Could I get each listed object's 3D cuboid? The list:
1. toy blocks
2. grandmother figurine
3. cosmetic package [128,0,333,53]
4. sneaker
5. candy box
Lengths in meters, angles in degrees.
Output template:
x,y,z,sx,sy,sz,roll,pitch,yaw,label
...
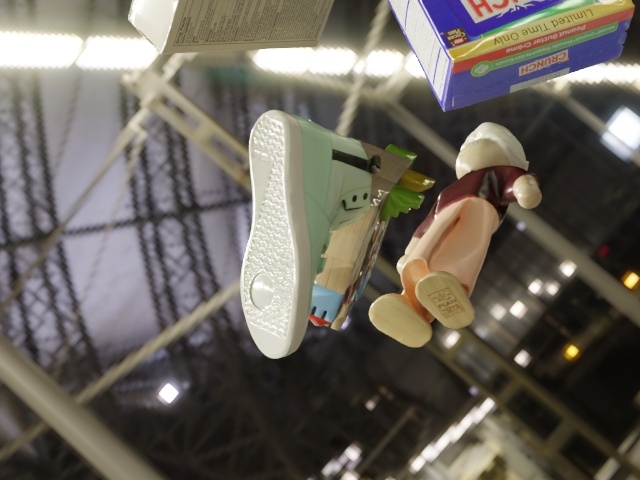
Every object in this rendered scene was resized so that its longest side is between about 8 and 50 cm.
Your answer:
x,y,z,sx,sy,sz,roll,pitch,yaw,label
0.029,0.011,2.436,0.381,0.190,0.261,-49,-20,-69,toy blocks
0.170,-0.026,1.845,0.207,0.104,0.342,-18,27,31,grandmother figurine
-0.128,-0.388,2.487,0.309,0.113,0.160,-6,-49,-39,cosmetic package
0.000,-0.001,1.672,0.151,0.256,0.094,10,-11,-43,sneaker
0.235,-0.362,2.186,0.268,0.317,0.122,-18,-29,-11,candy box
